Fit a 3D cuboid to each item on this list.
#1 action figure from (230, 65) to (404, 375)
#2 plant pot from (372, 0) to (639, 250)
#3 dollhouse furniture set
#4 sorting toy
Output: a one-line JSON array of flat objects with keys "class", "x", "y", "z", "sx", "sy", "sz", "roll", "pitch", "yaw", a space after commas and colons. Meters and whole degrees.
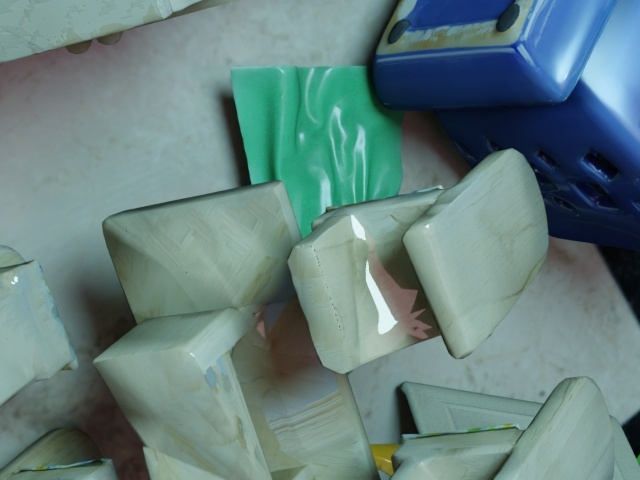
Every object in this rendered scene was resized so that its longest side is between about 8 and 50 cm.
[{"class": "action figure", "x": 0.000, "y": 0.000, "z": 1.001, "sx": 0.137, "sy": 0.063, "sz": 0.232, "roll": -3, "pitch": 94, "yaw": -24}, {"class": "plant pot", "x": 0.183, "y": -0.140, "z": 0.952, "sx": 0.212, "sy": 0.236, "sz": 0.236, "roll": 30, "pitch": 80, "yaw": -26}, {"class": "dollhouse furniture set", "x": -0.049, "y": -0.014, "z": 0.854, "sx": 0.256, "sy": 0.362, "sz": 0.394, "roll": -40, "pitch": 116, "yaw": -57}, {"class": "sorting toy", "x": 0.151, "y": 0.181, "z": 1.029, "sx": 0.348, "sy": 0.196, "sz": 0.047, "roll": 12, "pitch": 121, "yaw": -23}]
